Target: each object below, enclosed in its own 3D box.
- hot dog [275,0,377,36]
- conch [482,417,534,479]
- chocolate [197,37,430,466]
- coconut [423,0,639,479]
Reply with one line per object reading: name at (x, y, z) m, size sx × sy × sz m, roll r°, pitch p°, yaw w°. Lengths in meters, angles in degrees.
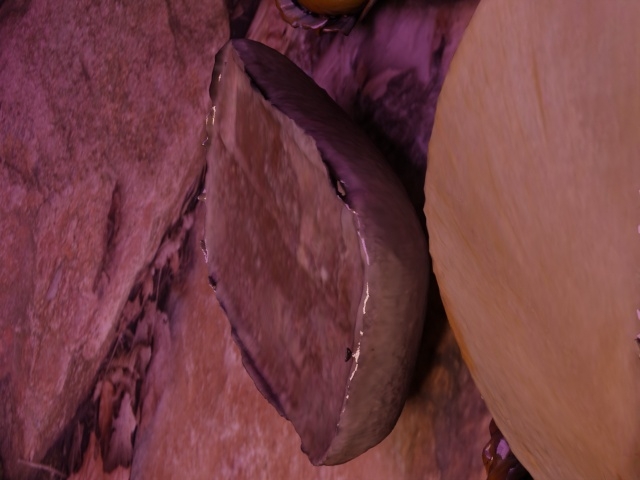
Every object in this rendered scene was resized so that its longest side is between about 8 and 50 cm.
hot dog at (0.038, -0.259, 1.190) m, size 0.270 × 0.082 × 0.162 m, roll -50°, pitch 37°, yaw 44°
conch at (0.137, 0.171, 0.835) m, size 0.080 × 0.086 × 0.233 m, roll -33°, pitch 52°, yaw 0°
chocolate at (0.000, 0.000, 1.136) m, size 0.303 × 0.100 × 0.185 m, roll -121°, pitch 39°, yaw -56°
coconut at (0.188, -0.008, 0.545) m, size 0.323 × 0.323 × 0.323 m, roll -34°, pitch 50°, yaw 53°
